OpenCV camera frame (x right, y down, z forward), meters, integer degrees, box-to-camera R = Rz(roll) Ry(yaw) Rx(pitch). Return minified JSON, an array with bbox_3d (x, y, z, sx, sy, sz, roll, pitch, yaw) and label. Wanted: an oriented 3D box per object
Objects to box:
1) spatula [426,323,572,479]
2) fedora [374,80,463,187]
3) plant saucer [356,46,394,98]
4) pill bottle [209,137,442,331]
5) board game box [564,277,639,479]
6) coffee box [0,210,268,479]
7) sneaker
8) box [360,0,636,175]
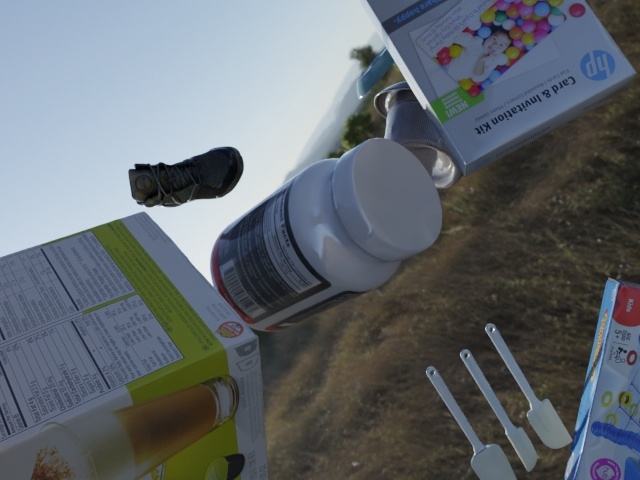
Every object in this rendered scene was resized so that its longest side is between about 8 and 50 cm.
[{"bbox_3d":[0.281,0.270,1.052,0.168,0.242,0.019,-33,5,-8],"label":"spatula"},{"bbox_3d":[0.195,-0.172,1.183,0.275,0.244,0.124,157,136,-76],"label":"fedora"},{"bbox_3d":[0.093,-0.274,1.033,0.119,0.021,0.119,-48,9,11],"label":"plant saucer"},{"bbox_3d":[0.000,0.000,1.029,0.363,0.210,0.210,-30,26,45],"label":"pill bottle"},{"bbox_3d":[0.519,0.232,0.889,0.086,0.302,0.308,-2,-77,-76],"label":"board game box"},{"bbox_3d":[-0.302,0.218,0.898,0.334,0.338,0.337,-22,-49,-28],"label":"coffee box"},{"bbox_3d":[-0.244,-0.105,1.152,0.228,0.087,0.130,-12,1,33],"label":"sneaker"},{"bbox_3d":[0.136,-0.167,0.537,0.145,0.186,0.038,-28,-14,5],"label":"box"}]
